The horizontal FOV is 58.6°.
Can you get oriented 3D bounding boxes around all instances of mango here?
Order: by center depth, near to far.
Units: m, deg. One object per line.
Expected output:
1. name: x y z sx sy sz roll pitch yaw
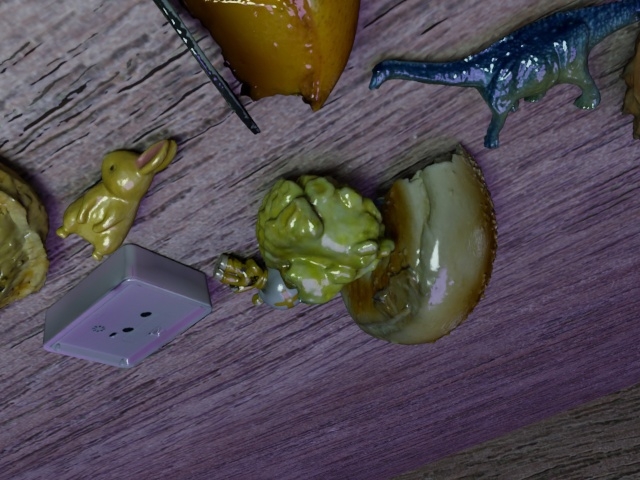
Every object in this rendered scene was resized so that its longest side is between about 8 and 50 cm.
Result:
1. mango: -0.047 -0.223 0.428 0.154 0.126 0.252 -20 137 -3

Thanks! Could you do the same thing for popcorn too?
1. popcorn: 0.005 -0.009 0.708 0.174 0.142 0.173 17 131 21

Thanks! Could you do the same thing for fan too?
1. fan: -0.121 -0.180 0.443 0.012 0.294 0.223 -37 110 1

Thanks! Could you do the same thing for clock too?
1. clock: -0.271 0.100 0.807 0.197 0.063 0.150 -35 140 23

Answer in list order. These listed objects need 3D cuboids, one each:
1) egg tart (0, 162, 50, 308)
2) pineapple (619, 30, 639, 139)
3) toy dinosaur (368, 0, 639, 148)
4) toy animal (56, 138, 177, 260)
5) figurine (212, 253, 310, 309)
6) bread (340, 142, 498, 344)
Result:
1. egg tart: -0.453 0.022 0.582 0.342 0.128 0.341 -12 145 -8
2. pineapple: 0.518 -0.156 0.699 0.223 0.222 0.358 -40 146 28
3. toy dinosaur: 0.238 -0.194 0.624 0.363 0.076 0.147 -19 137 9
4. toy animal: -0.218 -0.060 0.632 0.070 0.083 0.159 36 110 -18
5. figurine: -0.080 0.054 0.830 0.101 0.068 0.143 -37 123 14
6. bread: 0.146 0.037 0.787 0.172 0.191 0.314 3 139 -24
